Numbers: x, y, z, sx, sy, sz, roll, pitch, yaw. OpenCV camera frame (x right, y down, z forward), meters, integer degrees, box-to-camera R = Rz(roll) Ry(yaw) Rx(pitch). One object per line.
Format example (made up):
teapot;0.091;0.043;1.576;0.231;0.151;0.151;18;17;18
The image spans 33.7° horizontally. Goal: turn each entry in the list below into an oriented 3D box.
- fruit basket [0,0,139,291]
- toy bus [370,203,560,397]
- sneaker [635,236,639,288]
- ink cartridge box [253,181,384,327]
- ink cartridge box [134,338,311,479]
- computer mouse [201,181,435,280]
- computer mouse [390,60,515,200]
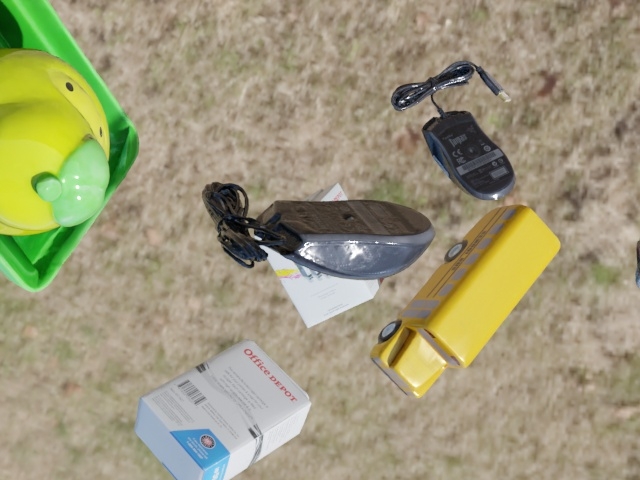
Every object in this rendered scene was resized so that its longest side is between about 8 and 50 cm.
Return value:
fruit basket;-0.314;-0.130;1.046;0.392;0.283;0.392;19;146;13
toy bus;0.230;0.097;1.682;0.108;0.333;0.130;47;161;-15
sneaker;0.442;0.069;1.128;0.262;0.125;0.104;31;153;-1
ink cartridge box;0.003;0.021;1.688;0.127;0.128;0.176;-26;99;23
ink cartridge box;-0.138;0.250;1.507;0.148;0.203;0.086;42;137;26
computer mouse;0.000;0.000;1.228;0.272;0.188;0.072;2;114;-18
computer mouse;0.252;-0.178;1.747;0.262;0.184;0.060;52;160;22
